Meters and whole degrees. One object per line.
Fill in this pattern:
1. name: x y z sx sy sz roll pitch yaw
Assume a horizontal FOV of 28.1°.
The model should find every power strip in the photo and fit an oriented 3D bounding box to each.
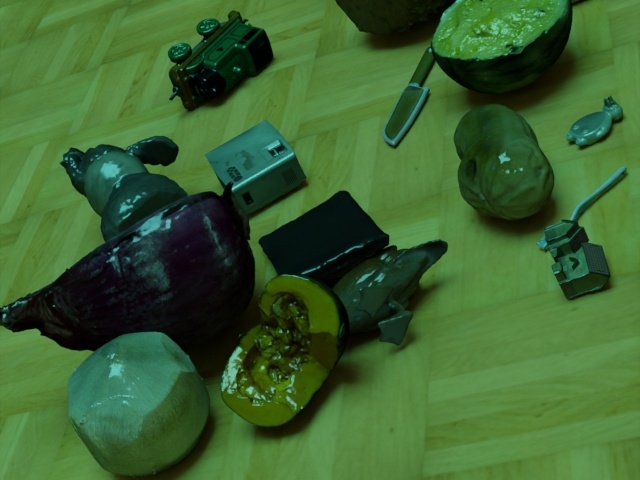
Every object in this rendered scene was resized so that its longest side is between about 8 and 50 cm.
1. power strip: 0.361 -0.158 1.688 0.083 0.035 0.055 -36 34 -10

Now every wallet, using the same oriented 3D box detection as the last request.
1. wallet: 0.000 -0.001 1.667 0.146 0.030 0.285 -25 15 -3

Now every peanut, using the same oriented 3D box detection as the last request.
1. peanut: 0.225 -0.104 1.645 0.110 0.120 0.236 7 25 -13

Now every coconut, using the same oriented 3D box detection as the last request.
1. coconut: -0.220 0.188 1.504 0.161 0.162 0.161 -18 33 13

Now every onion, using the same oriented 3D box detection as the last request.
1. onion: -0.228 0.084 1.610 0.348 0.159 0.267 -28 -11 -8

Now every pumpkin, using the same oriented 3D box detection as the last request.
1. pumpkin: -0.033 0.120 1.492 0.119 0.107 0.183 35 107 15

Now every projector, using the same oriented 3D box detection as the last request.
1. projector: -0.097 -0.109 1.919 0.115 0.061 0.147 -32 33 -5

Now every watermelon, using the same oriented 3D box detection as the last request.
1. watermelon: 0.272 -0.291 1.846 0.204 0.127 0.232 2 44 37

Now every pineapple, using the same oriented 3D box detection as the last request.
1. pineapple: 0.182 -0.486 2.142 0.362 0.202 0.202 -36 32 -33

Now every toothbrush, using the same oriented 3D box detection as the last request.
1. toothbrush: 0.325 -0.040 1.570 0.162 0.014 0.017 -39 54 -19

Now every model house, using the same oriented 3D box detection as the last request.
1. model house: 0.296 0.018 1.471 0.058 0.057 0.083 -22 31 17

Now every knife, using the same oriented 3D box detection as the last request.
1. knife: 0.142 -0.225 1.947 0.046 0.022 0.256 -1 41 28

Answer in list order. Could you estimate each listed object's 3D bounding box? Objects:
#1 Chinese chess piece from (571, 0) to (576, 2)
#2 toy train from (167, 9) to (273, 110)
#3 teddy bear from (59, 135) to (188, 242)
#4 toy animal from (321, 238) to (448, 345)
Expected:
1. Chinese chess piece: 0.378 -0.469 2.046 0.250 0.097 0.251 -18 35 13
2. toy train: -0.175 -0.314 2.236 0.136 0.091 0.228 16 51 34
3. teddy bear: -0.270 -0.067 1.919 0.171 0.144 0.251 -28 42 -6
4. toy animal: 0.067 0.053 1.569 0.188 0.089 0.179 -37 21 -8
